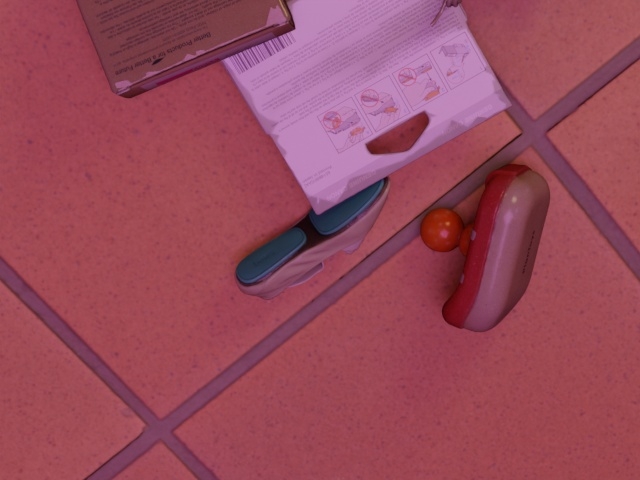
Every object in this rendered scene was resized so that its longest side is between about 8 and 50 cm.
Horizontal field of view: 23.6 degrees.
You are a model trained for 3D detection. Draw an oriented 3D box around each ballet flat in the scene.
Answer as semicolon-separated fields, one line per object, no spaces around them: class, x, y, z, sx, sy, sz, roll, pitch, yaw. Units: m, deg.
ballet flat;0.000;0.000;2.035;0.248;0.086;0.086;-33;109;9

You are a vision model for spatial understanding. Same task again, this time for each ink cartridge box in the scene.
ink cartridge box;-0.173;-0.304;1.868;0.234;0.088;0.193;-22;89;5
ink cartridge box;0.054;-0.217;1.960;0.296;0.066;0.261;-29;108;6

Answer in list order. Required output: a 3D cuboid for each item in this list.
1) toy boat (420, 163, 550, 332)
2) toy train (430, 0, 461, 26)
toy boat;0.202;0.003;2.029;0.151;0.151;0.231;19;109;21
toy train;0.242;-0.348;1.898;0.143;0.105;0.248;24;93;-26
